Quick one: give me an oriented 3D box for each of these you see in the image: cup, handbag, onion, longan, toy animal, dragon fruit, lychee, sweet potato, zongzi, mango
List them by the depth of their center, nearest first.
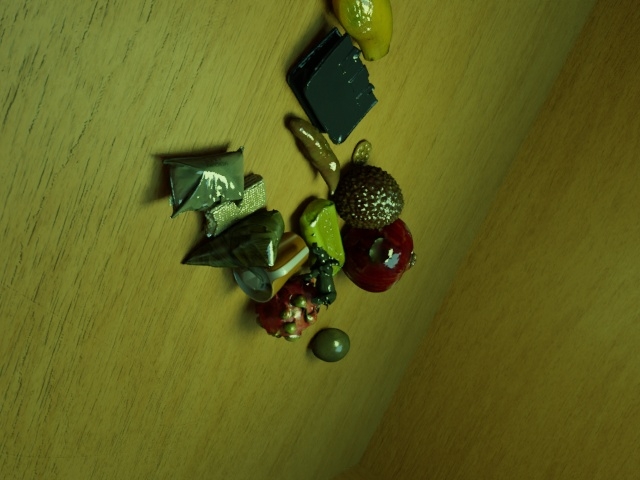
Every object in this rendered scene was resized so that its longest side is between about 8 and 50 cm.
[{"bbox_3d":[-0.313,-0.157,1.492,0.270,0.117,0.183,-19,112,-45],"label":"handbag"},{"bbox_3d":[0.136,-0.695,1.633,0.359,0.143,0.187,32,75,-62],"label":"mango"},{"bbox_3d":[0.055,-0.500,1.723,0.269,0.118,0.326,-47,149,-5],"label":"handbag"},{"bbox_3d":[-0.272,0.002,1.724,0.286,0.299,0.139,-81,158,-68],"label":"zongzi"},{"bbox_3d":[-0.008,-0.303,1.821,0.355,0.095,0.106,56,49,-48],"label":"sweet potato"},{"bbox_3d":[-0.152,0.079,1.847,0.264,0.226,0.182,-38,109,-42],"label":"cup"},{"bbox_3d":[-0.001,0.126,1.949,0.146,0.114,0.245,-11,105,-69],"label":"toy animal"},{"bbox_3d":[-0.104,0.234,2.023,0.243,0.227,0.307,48,51,-48],"label":"dragon fruit"},{"bbox_3d":[0.194,-0.160,2.082,0.267,0.267,0.268,-35,142,-34],"label":"lychee"},{"bbox_3d":[0.239,0.041,2.265,0.341,0.341,0.341,-35,142,-34],"label":"onion"},{"bbox_3d":[0.042,0.498,2.536,0.184,0.159,0.204,-2,158,-36],"label":"longan"}]

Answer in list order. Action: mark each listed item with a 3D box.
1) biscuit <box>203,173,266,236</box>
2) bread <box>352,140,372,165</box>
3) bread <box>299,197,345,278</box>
[{"bbox_3d":[-0.265,-0.109,1.655,0.238,0.061,0.108,-36,142,-32],"label":"biscuit"},{"bbox_3d":[0.164,-0.340,2.099,0.110,0.024,0.110,-34,142,-32],"label":"bread"},{"bbox_3d":[0.000,0.000,2.076,0.166,0.112,0.384,-45,145,-25],"label":"bread"}]
